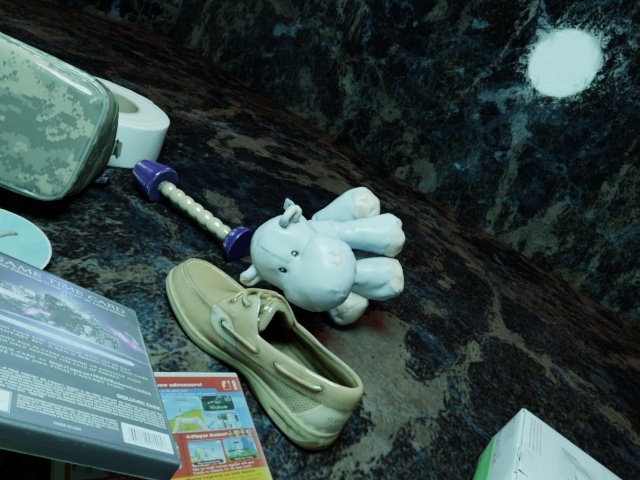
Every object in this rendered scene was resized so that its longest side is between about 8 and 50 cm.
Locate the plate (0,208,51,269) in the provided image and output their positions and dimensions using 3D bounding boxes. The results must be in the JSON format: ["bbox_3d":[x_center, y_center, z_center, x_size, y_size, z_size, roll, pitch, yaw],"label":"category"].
[{"bbox_3d":[-0.442,0.008,0.567,0.188,0.024,0.188,25,22,-11],"label":"plate"}]

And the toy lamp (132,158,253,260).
[{"bbox_3d":[-0.253,-0.068,0.882,0.274,0.080,0.080,34,23,15],"label":"toy lamp"}]

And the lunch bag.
[{"bbox_3d":[-0.486,-0.206,0.736,0.305,0.213,0.256,23,6,-20],"label":"lunch bag"}]

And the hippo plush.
[{"bbox_3d":[0.000,0.000,0.764,0.294,0.234,0.236,38,7,19],"label":"hippo plush"}]

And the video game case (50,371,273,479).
[{"bbox_3d":[-0.135,0.238,0.425,0.204,0.025,0.285,12,28,-34],"label":"video game case"}]

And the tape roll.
[{"bbox_3d":[-0.491,-0.274,1.024,0.286,0.100,0.286,23,22,-10],"label":"tape roll"}]

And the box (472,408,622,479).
[{"bbox_3d":[0.290,0.362,0.521,0.231,0.127,0.262,35,23,17],"label":"box"}]

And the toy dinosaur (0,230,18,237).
[{"bbox_3d":[-0.411,0.036,0.318,0.313,0.160,0.121,-37,40,-20],"label":"toy dinosaur"}]

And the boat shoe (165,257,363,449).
[{"bbox_3d":[-0.082,0.119,0.632,0.341,0.110,0.121,38,24,23],"label":"boat shoe"}]

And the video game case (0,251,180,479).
[{"bbox_3d":[-0.248,0.100,0.433,0.196,0.026,0.274,36,-1,-35],"label":"video game case"}]
